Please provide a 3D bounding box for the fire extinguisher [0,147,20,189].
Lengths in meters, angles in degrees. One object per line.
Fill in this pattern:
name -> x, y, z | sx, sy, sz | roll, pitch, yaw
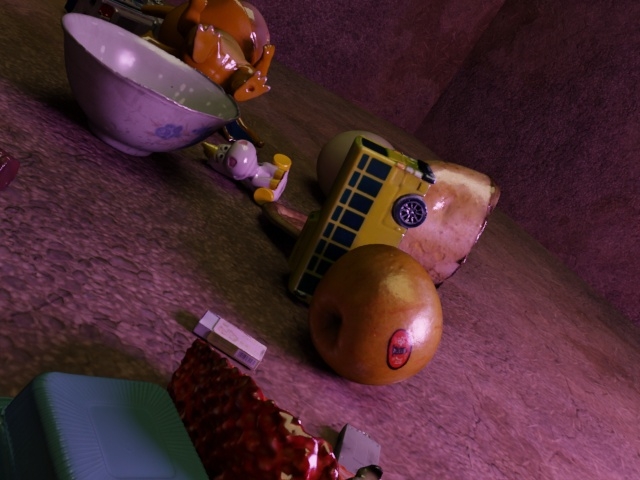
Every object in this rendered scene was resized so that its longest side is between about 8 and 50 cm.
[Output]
fire extinguisher -> -0.424, -0.118, 0.774 | 0.157, 0.045, 0.078 | 34, -11, 2

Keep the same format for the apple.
apple -> 0.068, 0.098, 0.862 | 0.155, 0.182, 0.182 | -9, 40, -31

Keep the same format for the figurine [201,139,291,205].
figurine -> -0.145, -0.137, 1.261 | 0.178, 0.109, 0.129 | 26, -7, -22

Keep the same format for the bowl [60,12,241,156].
bowl -> -0.301, -0.228, 1.101 | 0.313, 0.146, 0.313 | 29, 17, -10

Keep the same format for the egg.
egg -> 0.085, -0.160, 1.536 | 0.188, 0.189, 0.254 | 23, 15, -31

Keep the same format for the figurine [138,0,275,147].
figurine -> -0.271, -0.423, 1.478 | 0.401, 0.268, 0.387 | 20, 24, -25

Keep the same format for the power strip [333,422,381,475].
power strip -> 0.034, 0.237, 0.684 | 0.051, 0.019, 0.136 | 35, 18, -1

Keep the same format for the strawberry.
strawberry -> -0.034, 0.193, 0.549 | 0.286, 0.106, 0.188 | 27, -20, 38

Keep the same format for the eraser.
eraser -> -0.103, 0.114, 0.765 | 0.083, 0.019, 0.038 | 33, 19, -2

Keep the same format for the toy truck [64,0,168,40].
toy truck -> -0.485, -0.558, 1.686 | 0.268, 0.124, 0.155 | 6, 40, -52

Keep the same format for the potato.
potato -> 0.179, -0.041, 1.286 | 0.242, 0.285, 0.243 | 12, 59, -19

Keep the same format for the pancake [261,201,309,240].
pancake -> 0.000, 0.001, 1.203 | 0.250, 0.031, 0.250 | 32, 11, -7

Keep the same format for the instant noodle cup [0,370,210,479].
instant noodle cup -> -0.150, 0.164, 0.475 | 0.157, 0.070, 0.179 | 19, 22, -45

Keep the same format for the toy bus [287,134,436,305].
toy bus -> 0.054, -0.013, 0.996 | 0.150, 0.262, 0.128 | 25, 17, -4
